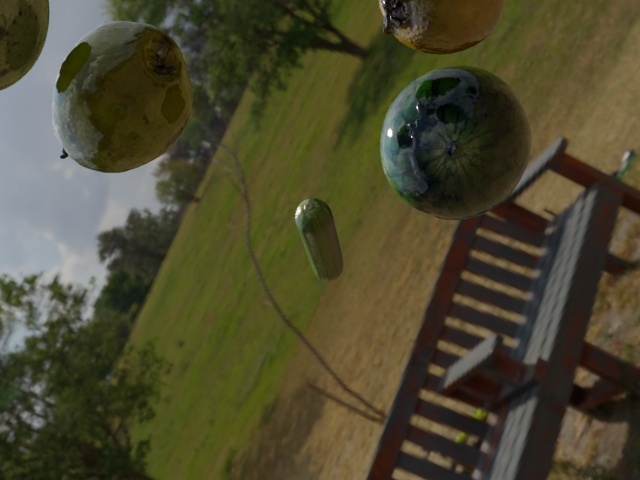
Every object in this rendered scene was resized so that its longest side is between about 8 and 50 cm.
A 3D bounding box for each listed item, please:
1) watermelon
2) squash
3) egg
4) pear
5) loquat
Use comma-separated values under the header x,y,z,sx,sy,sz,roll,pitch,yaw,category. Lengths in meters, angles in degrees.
x,y,z,sx,sy,sz,roll,pitch,yaw,category
0.292,-0.213,1.969,0.363,0.363,0.363,-64,5,10,watermelon
0.000,0.000,1.556,0.229,0.066,0.066,75,-146,-58,squash
-0.697,-0.474,1.831,0.287,0.288,0.379,-69,-4,-45,egg
-0.431,-0.282,1.897,0.375,0.287,0.287,-37,18,27,pear
0.206,-0.436,1.599,0.244,0.244,0.244,-64,5,10,loquat
